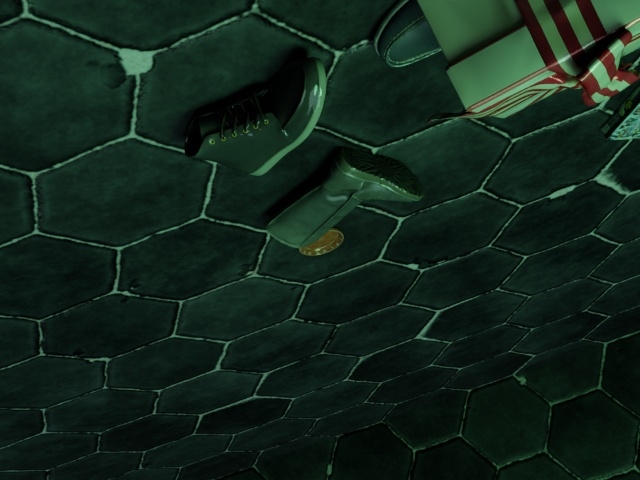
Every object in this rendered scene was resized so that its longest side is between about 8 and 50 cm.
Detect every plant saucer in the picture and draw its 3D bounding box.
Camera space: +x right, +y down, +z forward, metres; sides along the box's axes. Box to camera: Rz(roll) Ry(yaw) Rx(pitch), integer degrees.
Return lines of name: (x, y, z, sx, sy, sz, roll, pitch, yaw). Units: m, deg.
plant saucer: (0.000, 0.000, 1.478, 0.083, 0.013, 0.083, -14, 152, -7)

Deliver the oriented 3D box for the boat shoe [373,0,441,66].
boat shoe: (0.184, -0.281, 1.010, 0.254, 0.079, 0.095, -26, 151, 16)

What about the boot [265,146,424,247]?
boot: (0.039, -0.053, 1.341, 0.189, 0.076, 0.208, 19, 130, -28)

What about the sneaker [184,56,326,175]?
sneaker: (-0.087, -0.159, 1.072, 0.118, 0.083, 0.222, 4, 146, -34)

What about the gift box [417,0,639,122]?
gift box: (0.209, -0.250, 0.828, 0.276, 0.258, 0.255, -29, 175, 26)

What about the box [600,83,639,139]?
box: (0.546, -0.221, 1.374, 0.093, 0.027, 0.137, -5, 149, -23)
